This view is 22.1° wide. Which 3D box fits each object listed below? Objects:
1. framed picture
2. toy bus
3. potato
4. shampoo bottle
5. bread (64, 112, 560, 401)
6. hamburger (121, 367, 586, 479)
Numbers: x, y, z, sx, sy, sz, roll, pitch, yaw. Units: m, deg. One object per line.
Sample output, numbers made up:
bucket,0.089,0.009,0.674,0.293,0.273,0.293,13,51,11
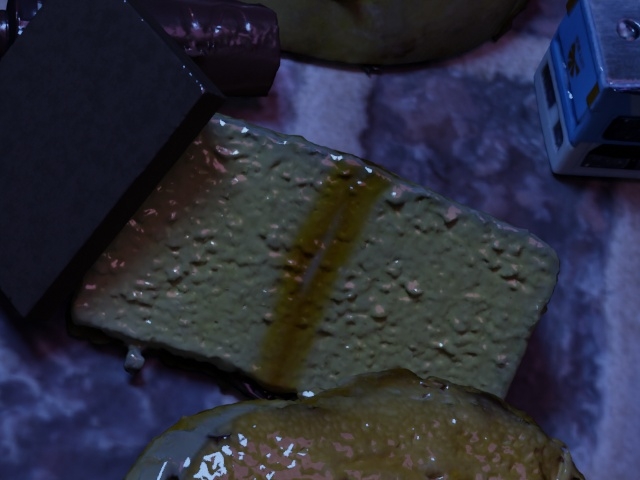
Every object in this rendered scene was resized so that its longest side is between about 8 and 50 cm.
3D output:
framed picture,-0.145,-0.058,0.926,0.128,0.168,0.023,48,16,27
toy bus,0.302,-0.104,1.111,0.297,0.131,0.106,3,59,-16
potato,0.040,-0.239,1.128,0.299,0.116,0.239,-8,67,-20
shampoo bottle,-0.146,-0.127,1.023,0.236,0.067,0.068,0,38,-18
bread,0.000,0.000,0.974,0.266,0.142,0.178,19,41,-7
hamburger,0.018,0.213,0.816,0.318,0.158,0.319,8,58,-13
